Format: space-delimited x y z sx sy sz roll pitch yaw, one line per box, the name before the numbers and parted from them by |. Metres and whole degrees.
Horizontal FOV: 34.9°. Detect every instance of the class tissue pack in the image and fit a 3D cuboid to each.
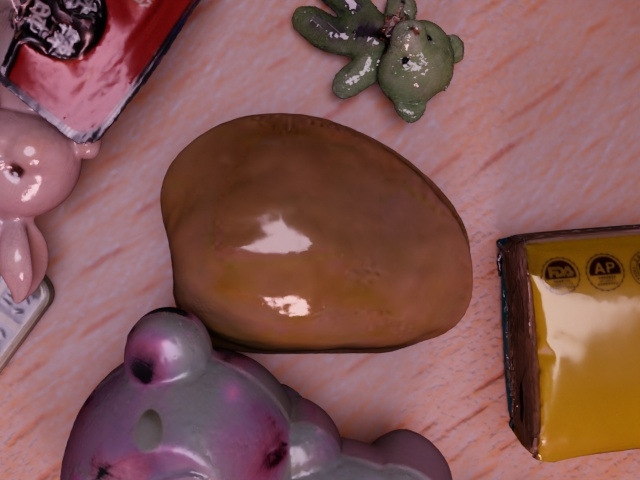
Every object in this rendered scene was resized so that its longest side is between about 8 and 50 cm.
tissue pack | 0.295 0.078 0.874 0.271 0.134 0.192 -6 92 -4

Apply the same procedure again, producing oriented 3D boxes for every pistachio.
pistachio | 0.000 0.000 0.836 0.261 0.162 0.212 1 124 -7

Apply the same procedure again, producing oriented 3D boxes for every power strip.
power strip | -0.316 0.103 0.874 0.080 0.029 0.226 36 88 -5

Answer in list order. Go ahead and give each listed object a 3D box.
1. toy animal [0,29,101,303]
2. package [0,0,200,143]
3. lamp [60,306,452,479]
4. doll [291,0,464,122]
toy animal | -0.242 -0.061 0.822 0.124 0.124 0.212 13 76 -5
package | -0.221 -0.223 0.754 0.269 0.071 0.194 39 89 -32
lamp | -0.062 0.217 0.794 0.301 0.247 0.247 27 114 -5
doll | 0.048 -0.175 0.884 0.150 0.077 0.115 31 78 6
